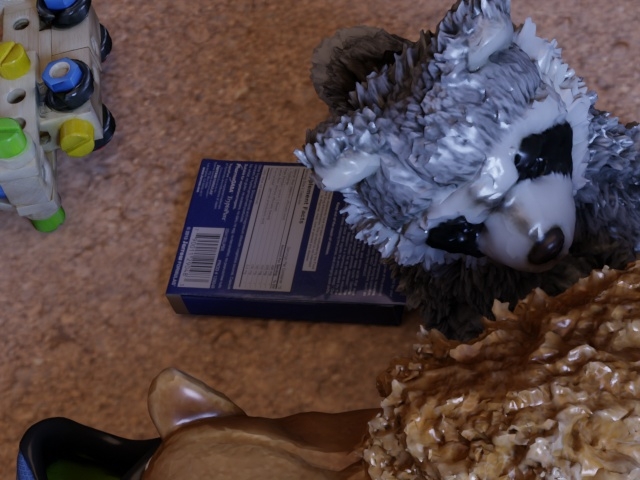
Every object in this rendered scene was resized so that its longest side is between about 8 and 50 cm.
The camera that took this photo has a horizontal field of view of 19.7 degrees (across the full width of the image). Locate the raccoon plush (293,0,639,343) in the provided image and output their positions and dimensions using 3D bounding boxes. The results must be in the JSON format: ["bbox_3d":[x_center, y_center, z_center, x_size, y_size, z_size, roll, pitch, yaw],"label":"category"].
[{"bbox_3d":[0.041,-0.082,1.276,0.446,0.299,0.216,26,81,46],"label":"raccoon plush"}]

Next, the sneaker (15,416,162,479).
[{"bbox_3d":[-0.087,0.215,1.256,0.330,0.147,0.130,19,44,25],"label":"sneaker"}]

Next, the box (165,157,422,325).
[{"bbox_3d":[0.000,0.000,1.465,0.225,0.036,0.136,2,57,18],"label":"box"}]

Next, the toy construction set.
[{"bbox_3d":[-0.293,-0.133,1.582,0.215,0.151,0.328,-13,64,7],"label":"toy construction set"}]

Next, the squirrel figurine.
[{"bbox_3d":[0.088,0.133,1.043,0.370,0.397,0.281,2,60,-15],"label":"squirrel figurine"}]
